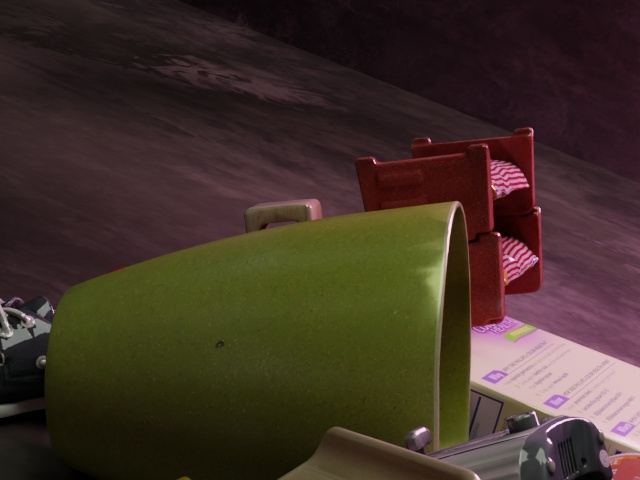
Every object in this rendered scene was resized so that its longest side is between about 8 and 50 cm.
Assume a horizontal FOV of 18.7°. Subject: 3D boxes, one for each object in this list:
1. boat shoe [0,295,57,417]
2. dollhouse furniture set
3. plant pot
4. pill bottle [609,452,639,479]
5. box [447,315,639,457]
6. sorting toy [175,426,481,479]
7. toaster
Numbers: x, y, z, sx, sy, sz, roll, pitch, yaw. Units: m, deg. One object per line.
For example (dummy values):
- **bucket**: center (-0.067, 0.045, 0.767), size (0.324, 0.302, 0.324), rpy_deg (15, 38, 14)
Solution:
- **boat shoe**: center (-0.230, 0.086, 1.567), size (0.302, 0.091, 0.114), rpy_deg (4, 19, -38)
- **dollhouse furniture set**: center (0.000, 0.000, 1.742), size (0.374, 0.152, 0.201), rpy_deg (-6, 6, 16)
- **plant pot**: center (-0.045, 0.107, 1.442), size (0.293, 0.275, 0.275), rpy_deg (1, 13, 9)
- **pill bottle**: center (0.218, 0.240, 1.413), size (0.121, 0.121, 0.216), rpy_deg (19, 15, 12)
- **box**: center (0.189, 0.166, 1.654), size (0.243, 0.117, 0.213), rpy_deg (22, 17, 19)
- **sorting toy**: center (-0.052, 0.198, 1.183), size (0.229, 0.041, 0.307), rpy_deg (-34, 16, -19)
- **toaster**: center (0.114, 0.224, 1.222), size (0.146, 0.227, 0.129), rpy_deg (-12, 2, 29)
